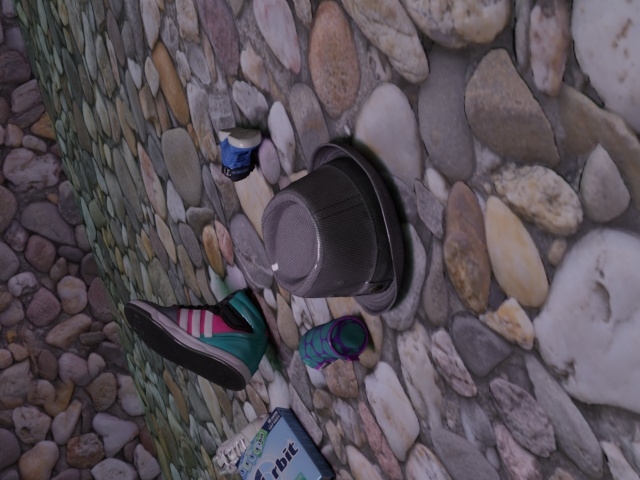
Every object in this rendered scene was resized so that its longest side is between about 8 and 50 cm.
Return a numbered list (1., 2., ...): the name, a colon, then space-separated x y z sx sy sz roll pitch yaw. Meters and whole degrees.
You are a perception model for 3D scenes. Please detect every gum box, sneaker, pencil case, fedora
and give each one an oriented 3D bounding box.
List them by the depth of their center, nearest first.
1. fedora: 0.000 0.000 1.234 0.243 0.124 0.275 67 157 9
2. pencil case: 0.019 0.158 1.397 0.152 0.065 0.070 143 122 -67
3. sneaker: -0.128 -0.137 1.496 0.152 0.058 0.084 -155 56 -66
4. gum box: -0.071 0.438 1.748 0.157 0.041 0.184 -55 46 16
5. sneaker: -0.221 0.154 1.788 0.296 0.178 0.123 27 140 18
6. sneaker: -0.156 0.451 1.967 0.110 0.118 0.292 66 156 16
